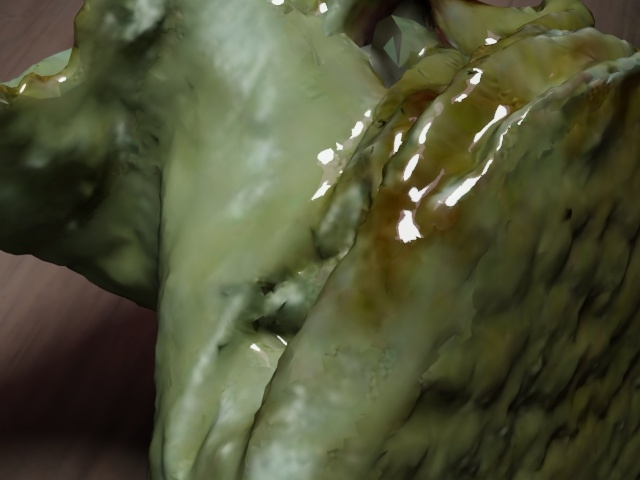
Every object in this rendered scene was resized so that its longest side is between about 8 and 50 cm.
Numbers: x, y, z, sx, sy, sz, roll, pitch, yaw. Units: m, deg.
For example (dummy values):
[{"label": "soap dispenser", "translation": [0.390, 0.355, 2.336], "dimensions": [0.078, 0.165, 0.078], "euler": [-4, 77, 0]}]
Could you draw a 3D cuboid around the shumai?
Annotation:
[{"label": "shumai", "translation": [0.000, 0.000, 0.713], "dimensions": [0.288, 0.292, 0.330], "euler": [21, 14, 32]}]
